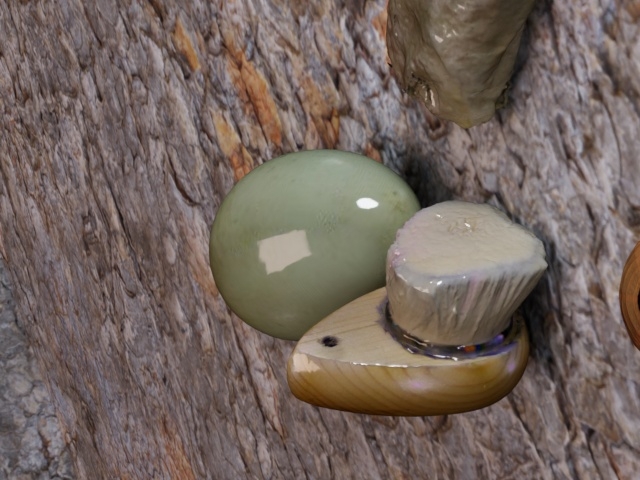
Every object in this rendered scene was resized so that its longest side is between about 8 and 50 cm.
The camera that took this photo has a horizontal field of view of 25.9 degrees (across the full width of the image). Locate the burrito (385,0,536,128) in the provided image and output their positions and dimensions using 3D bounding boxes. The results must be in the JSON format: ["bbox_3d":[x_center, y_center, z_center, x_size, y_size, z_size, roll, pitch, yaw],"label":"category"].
[{"bbox_3d":[0.138,-0.257,1.312,0.175,0.107,0.348,44,145,20],"label":"burrito"}]

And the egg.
[{"bbox_3d":[0.000,0.000,1.584,0.295,0.218,0.219,-25,84,52],"label":"egg"}]

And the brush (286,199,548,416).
[{"bbox_3d":[0.092,0.076,1.413,0.174,0.266,0.166,-128,31,-50],"label":"brush"}]

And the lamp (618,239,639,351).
[{"bbox_3d":[0.312,0.047,1.139,0.136,0.136,0.136,38,137,47],"label":"lamp"}]
